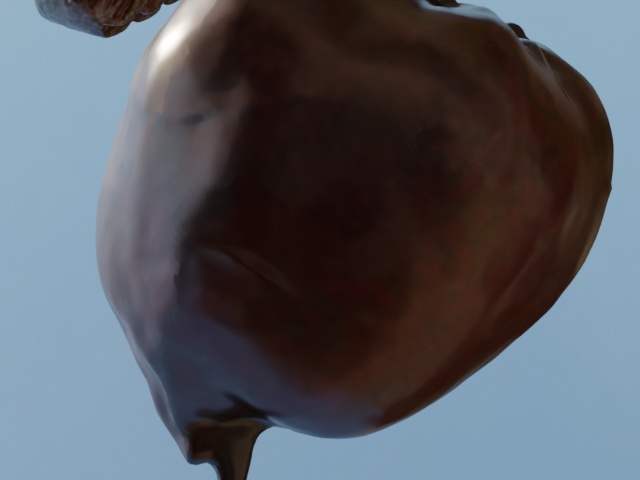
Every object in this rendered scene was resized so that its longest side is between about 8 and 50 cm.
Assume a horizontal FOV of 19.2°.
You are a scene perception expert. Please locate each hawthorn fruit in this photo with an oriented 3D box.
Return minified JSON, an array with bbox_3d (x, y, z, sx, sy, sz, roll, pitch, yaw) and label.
[{"bbox_3d":[0.000,0.000,0.800,0.208,0.208,0.248,29,-95,-20],"label":"hawthorn fruit"}]

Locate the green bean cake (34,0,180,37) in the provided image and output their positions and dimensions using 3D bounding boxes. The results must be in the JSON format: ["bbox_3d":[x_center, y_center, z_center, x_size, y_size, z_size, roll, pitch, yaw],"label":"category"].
[{"bbox_3d":[-0.095,-0.185,0.977,0.056,0.135,0.136,23,-136,29],"label":"green bean cake"}]
